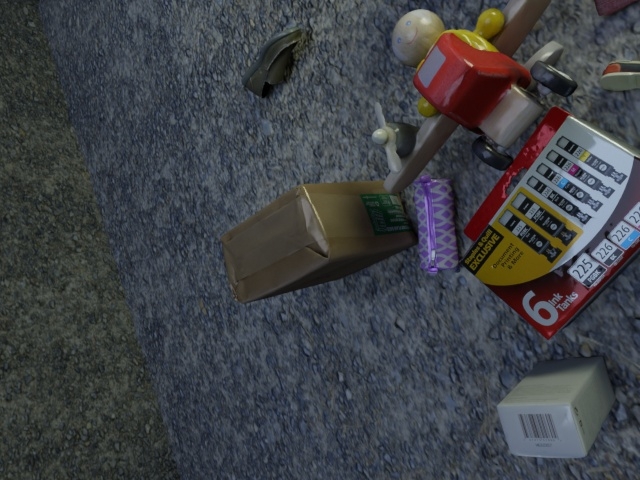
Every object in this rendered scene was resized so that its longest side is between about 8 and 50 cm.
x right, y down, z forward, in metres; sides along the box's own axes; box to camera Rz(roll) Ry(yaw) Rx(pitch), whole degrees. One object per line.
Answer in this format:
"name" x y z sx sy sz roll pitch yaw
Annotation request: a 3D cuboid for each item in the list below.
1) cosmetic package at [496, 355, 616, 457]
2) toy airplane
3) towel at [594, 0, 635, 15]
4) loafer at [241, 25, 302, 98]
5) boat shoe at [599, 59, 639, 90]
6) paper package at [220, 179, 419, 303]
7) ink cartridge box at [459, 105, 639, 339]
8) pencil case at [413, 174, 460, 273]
"cosmetic package" 0.398 0.269 0.775 0.117 0.231 0.085 -20 82 43
"toy airplane" 0.243 -0.278 0.751 0.272 0.384 0.386 38 78 8
"towel" 0.452 -0.518 0.634 0.237 0.037 0.329 -18 118 41
"loafer" -0.118 -0.474 1.255 0.087 0.094 0.251 52 140 -6
"boat shoe" 0.516 -0.259 0.724 0.137 0.049 0.043 18 68 40
"paper package" 0.000 0.000 1.038 0.309 0.325 0.168 -28 77 42
"ink cartridge box" 0.399 -0.040 0.802 0.272 0.130 0.309 46 124 30
"pencil case" 0.239 -0.032 0.977 0.086 0.088 0.206 -5 91 41
